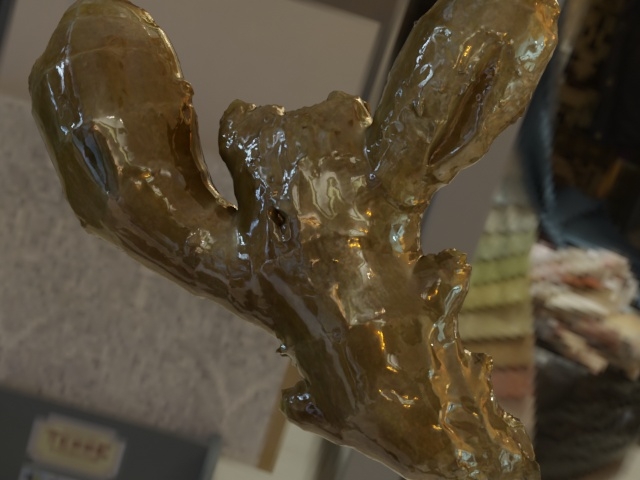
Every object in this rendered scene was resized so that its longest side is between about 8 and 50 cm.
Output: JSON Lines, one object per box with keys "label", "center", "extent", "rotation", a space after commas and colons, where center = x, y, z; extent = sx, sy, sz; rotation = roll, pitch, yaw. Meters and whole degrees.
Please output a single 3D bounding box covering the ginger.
{"label": "ginger", "center": [-0.018, 0.002, 1.091], "extent": [0.363, 0.348, 0.122], "rotation": [-3, 4, 13]}
